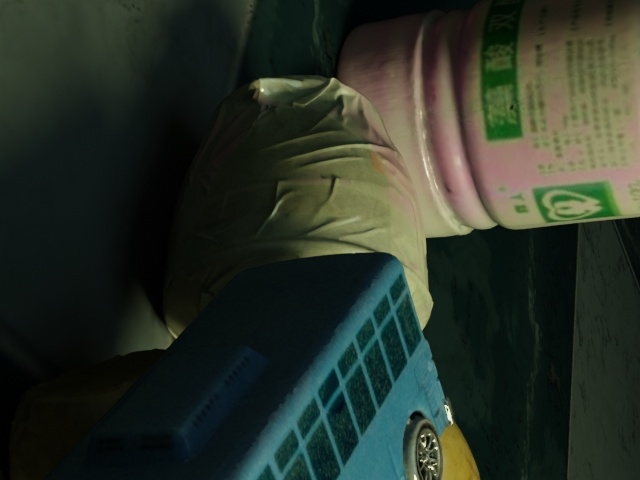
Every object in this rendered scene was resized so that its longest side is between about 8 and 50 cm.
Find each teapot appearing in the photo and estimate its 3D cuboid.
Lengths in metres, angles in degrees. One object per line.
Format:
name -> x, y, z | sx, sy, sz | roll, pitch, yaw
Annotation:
teapot -> 0.008, -0.006, 0.826 | 0.221, 0.163, 0.178 | 24, 51, -33

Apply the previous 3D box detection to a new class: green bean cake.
green bean cake -> -0.096, 0.155, 0.673 | 0.109, 0.085, 0.179 | -24, 106, -62

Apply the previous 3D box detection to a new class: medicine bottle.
medicine bottle -> 0.197, -0.116, 1.110 | 0.212, 0.325, 0.212 | -5, 90, -65

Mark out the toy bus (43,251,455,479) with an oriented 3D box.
toy bus -> -0.030, 0.105, 0.595 | 0.234, 0.116, 0.134 | -49, 127, -57

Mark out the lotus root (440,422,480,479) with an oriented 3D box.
lotus root -> 0.063, 0.187, 0.997 | 0.125, 0.118, 0.221 | -97, 166, -45
